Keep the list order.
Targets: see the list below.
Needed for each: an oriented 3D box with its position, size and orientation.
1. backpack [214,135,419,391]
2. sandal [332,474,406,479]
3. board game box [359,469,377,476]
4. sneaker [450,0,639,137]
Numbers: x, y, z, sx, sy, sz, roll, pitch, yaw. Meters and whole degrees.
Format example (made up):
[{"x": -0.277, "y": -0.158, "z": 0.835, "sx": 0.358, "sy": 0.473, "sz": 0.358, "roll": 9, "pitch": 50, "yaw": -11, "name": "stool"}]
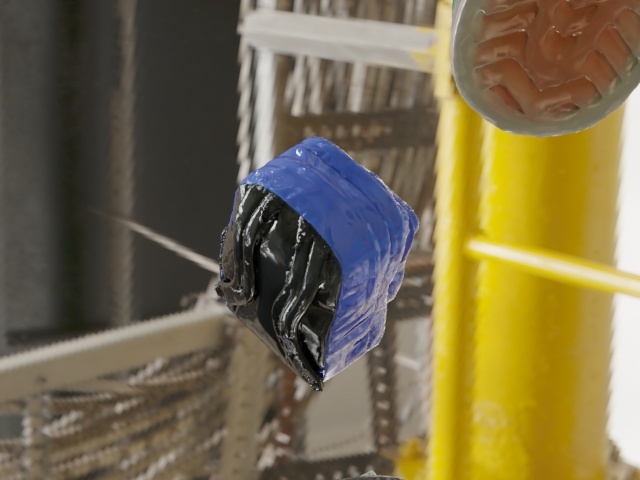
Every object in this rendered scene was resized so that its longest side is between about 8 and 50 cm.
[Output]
[{"x": 0.000, "y": 0.000, "z": 0.939, "sx": 0.101, "sy": 0.098, "sz": 0.120, "roll": -41, "pitch": -24, "yaw": -30, "name": "backpack"}, {"x": -0.027, "y": 0.170, "z": 0.811, "sx": 0.254, "sy": 0.054, "sz": 0.097, "roll": -4, "pitch": -100, "yaw": -41, "name": "sandal"}, {"x": 0.030, "y": 0.280, "z": 1.767, "sx": 0.090, "sy": 0.090, "sz": 0.020, "roll": -24, "pitch": -73, "yaw": -8, "name": "board game box"}, {"x": 0.129, "y": -0.192, "z": 0.658, "sx": 0.108, "sy": 0.121, "sz": 0.302, "roll": 21, "pitch": -62, "yaw": -14, "name": "sneaker"}]
